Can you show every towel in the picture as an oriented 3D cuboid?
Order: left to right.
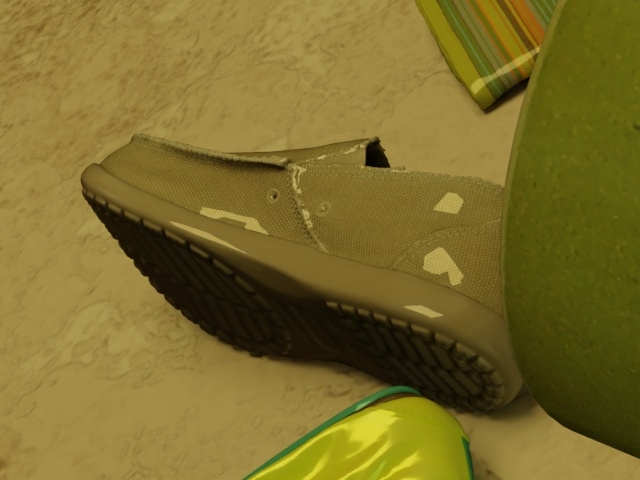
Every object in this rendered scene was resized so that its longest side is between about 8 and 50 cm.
[{"bbox_3d":[0.164,-0.154,0.965,0.237,0.021,0.102,-31,42,7],"label":"towel"}]

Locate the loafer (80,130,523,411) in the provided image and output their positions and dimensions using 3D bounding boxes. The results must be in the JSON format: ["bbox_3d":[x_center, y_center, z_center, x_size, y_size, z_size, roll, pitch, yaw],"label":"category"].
[{"bbox_3d":[0.000,0.000,0.871,0.268,0.102,0.092,20,62,39],"label":"loafer"}]

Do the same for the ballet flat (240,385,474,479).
[{"bbox_3d":[-0.038,0.142,0.765,0.231,0.077,0.077,-31,50,6],"label":"ballet flat"}]

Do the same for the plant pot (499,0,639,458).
[{"bbox_3d":[0.252,0.002,0.551,0.293,0.275,0.275,30,71,35],"label":"plant pot"}]
